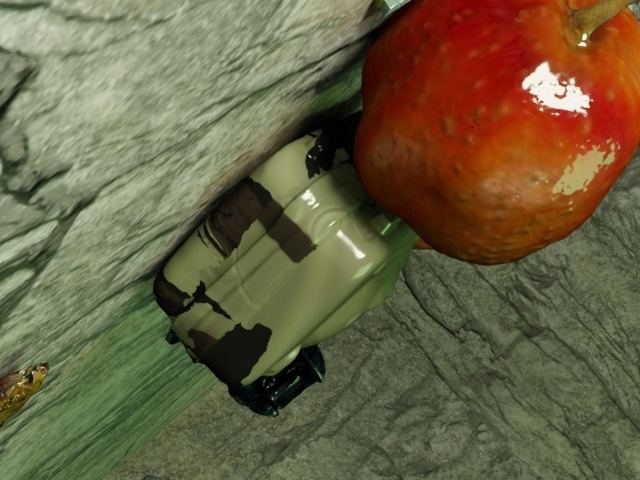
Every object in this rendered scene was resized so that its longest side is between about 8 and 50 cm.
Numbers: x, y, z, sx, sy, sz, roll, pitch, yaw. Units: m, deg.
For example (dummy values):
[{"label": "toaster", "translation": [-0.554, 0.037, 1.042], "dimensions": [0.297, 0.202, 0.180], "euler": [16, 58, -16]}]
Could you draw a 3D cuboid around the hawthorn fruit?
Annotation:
[{"label": "hawthorn fruit", "translation": [0.185, -0.140, 0.945], "dimensions": [0.287, 0.287, 0.330], "euler": [-40, 179, -35]}]

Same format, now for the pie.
[{"label": "pie", "translation": [-0.308, 0.160, 0.992], "dimensions": [0.092, 0.034, 0.170], "euler": [-42, -179, -38]}]

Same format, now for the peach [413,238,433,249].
[{"label": "peach", "translation": [0.155, -0.085, 1.479], "dimensions": [0.232, 0.232, 0.232], "euler": [-43, 175, -5]}]

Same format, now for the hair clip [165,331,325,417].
[{"label": "hair clip", "translation": [-0.110, 0.168, 1.626], "dimensions": [0.194, 0.206, 0.310], "euler": [-37, 178, -11]}]

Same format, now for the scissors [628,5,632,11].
[{"label": "scissors", "translation": [0.179, -0.233, 1.154], "dimensions": [0.360, 0.191, 0.029], "euler": [154, -53, -63]}]

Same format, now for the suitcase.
[{"label": "suitcase", "translation": [-0.021, 0.022, 1.183], "dimensions": [0.339, 0.194, 0.351], "euler": [-44, 175, 29]}]

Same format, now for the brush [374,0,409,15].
[{"label": "brush", "translation": [0.082, -0.227, 0.917], "dimensions": [0.083, 0.021, 0.019], "euler": [-42, 178, -24]}]
